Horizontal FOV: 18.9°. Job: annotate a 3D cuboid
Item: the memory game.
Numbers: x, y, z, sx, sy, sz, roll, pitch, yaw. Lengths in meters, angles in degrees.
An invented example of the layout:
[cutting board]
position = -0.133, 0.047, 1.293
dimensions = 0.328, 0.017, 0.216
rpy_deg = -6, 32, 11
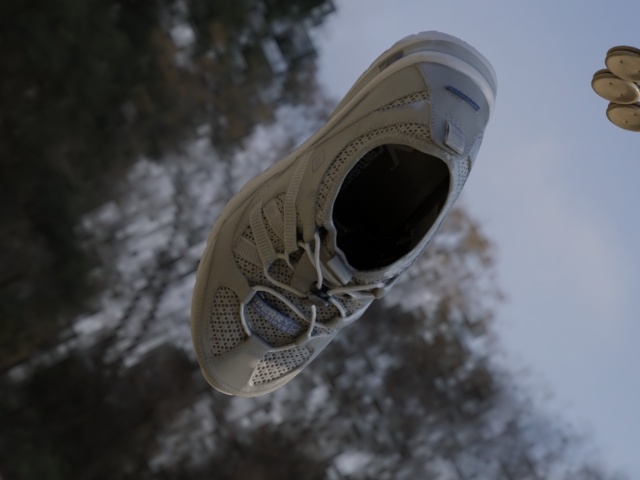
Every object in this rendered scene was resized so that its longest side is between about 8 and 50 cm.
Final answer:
[memory game]
position = 0.280, -0.092, 1.350
dimensions = 0.186, 0.012, 0.186
rpy_deg = 18, -21, 7

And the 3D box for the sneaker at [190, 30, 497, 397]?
[sneaker]
position = 0.000, 0.000, 1.163
dimensions = 0.105, 0.281, 0.115
rpy_deg = 29, 31, -11
